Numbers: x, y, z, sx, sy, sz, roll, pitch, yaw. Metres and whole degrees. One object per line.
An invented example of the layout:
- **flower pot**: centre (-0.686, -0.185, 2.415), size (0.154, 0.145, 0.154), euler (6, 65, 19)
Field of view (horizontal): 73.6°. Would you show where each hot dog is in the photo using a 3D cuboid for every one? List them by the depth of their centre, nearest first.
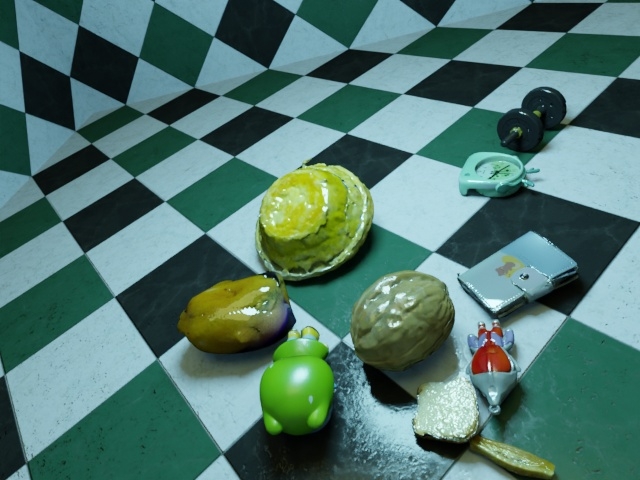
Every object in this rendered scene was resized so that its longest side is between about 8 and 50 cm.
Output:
- **hot dog**: centre (0.325, 0.376, 0.737), size (0.136, 0.028, 0.044), euler (11, 23, 28)

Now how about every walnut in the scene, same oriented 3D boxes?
- **walnut**: centre (0.171, 0.167, 0.912), size (0.244, 0.198, 0.198), euler (-36, 42, -4)

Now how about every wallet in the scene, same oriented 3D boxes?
- **wallet**: centre (0.453, 0.082, 0.989), size (0.230, 0.069, 0.170), euler (-30, 36, -3)

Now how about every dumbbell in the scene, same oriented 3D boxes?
- **dumbbell**: centre (0.673, -0.386, 1.362), size (0.325, 0.143, 0.143), euler (-40, 44, -23)

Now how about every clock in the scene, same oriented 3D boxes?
- **clock**: centre (0.525, -0.189, 1.261), size (0.210, 0.066, 0.159), euler (14, 51, 33)

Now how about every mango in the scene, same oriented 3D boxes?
- **mango**: centre (-0.207, 0.188, 1.058), size (0.287, 0.153, 0.201), euler (-12, 26, 10)

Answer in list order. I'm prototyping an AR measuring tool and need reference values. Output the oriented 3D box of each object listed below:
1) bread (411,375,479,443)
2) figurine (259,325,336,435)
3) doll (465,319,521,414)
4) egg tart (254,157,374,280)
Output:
- **bread**: centre (0.240, 0.325, 0.816), size (0.126, 0.044, 0.129), euler (-12, 39, 27)
- **figurine**: centre (-0.047, 0.289, 0.907), size (0.162, 0.143, 0.263), euler (-7, 31, 5)
- **doll**: centre (0.338, 0.243, 0.844), size (0.102, 0.075, 0.228), euler (-17, 28, 25)
- **egg tart**: centre (-0.044, -0.075, 1.227), size (0.387, 0.169, 0.388), euler (-12, 60, 21)
